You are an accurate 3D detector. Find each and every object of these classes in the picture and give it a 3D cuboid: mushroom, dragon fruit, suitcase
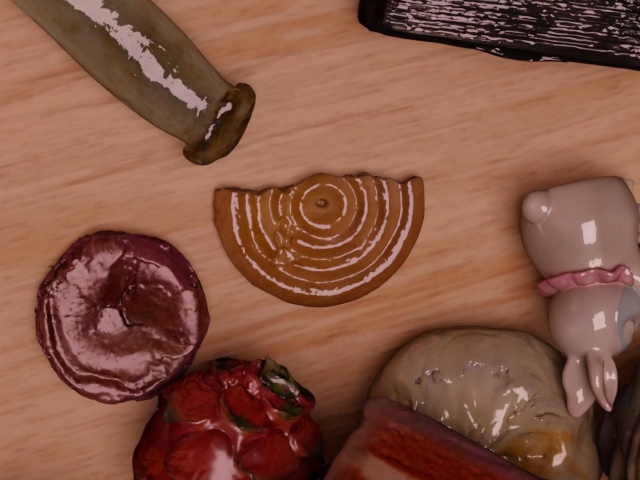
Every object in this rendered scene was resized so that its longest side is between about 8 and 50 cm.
[{"bbox_3d":[-0.195,-0.201,1.635,0.312,0.081,0.100,42,87,-10],"label":"mushroom"},{"bbox_3d":[-0.094,0.237,1.677,0.193,0.192,0.274,17,106,8],"label":"dragon fruit"},{"bbox_3d":[0.217,-0.295,1.660,0.335,0.152,0.229,7,97,-9],"label":"suitcase"}]

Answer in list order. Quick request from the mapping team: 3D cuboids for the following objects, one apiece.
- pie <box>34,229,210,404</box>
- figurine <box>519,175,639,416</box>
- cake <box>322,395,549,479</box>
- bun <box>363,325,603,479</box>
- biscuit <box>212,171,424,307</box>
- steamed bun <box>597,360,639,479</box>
[{"bbox_3d":[-0.203,0.079,1.696,0.182,0.049,0.182,-1,97,-7],"label":"pie"},{"bbox_3d":[0.293,0.057,1.726,0.155,0.127,0.235,-5,82,-50],"label":"figurine"},{"bbox_3d":[0.115,0.335,1.584,0.309,0.237,0.230,25,127,12],"label":"cake"},{"bbox_3d":[0.176,0.233,1.745,0.287,0.146,0.287,-2,104,-9],"label":"bun"},{"bbox_3d":[0.000,0.000,1.729,0.224,0.033,0.144,-1,100,-9],"label":"biscuit"},{"bbox_3d":[0.397,0.207,1.728,0.207,0.280,0.268,20,120,3],"label":"steamed bun"}]
